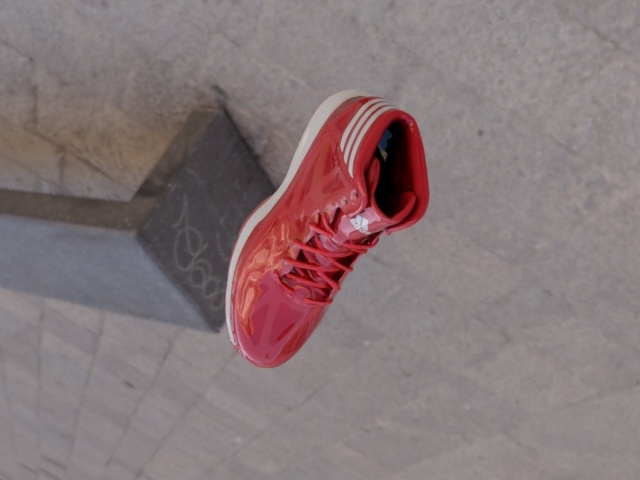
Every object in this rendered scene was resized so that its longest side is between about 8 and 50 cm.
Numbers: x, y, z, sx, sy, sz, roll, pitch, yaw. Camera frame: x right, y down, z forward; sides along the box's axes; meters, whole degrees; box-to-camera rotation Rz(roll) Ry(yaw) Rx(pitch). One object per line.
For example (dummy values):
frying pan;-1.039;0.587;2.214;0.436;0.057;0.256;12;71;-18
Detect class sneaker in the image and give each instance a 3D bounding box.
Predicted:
sneaker;0.000;0.000;0.581;0.087;0.221;0.128;18;-173;-18
